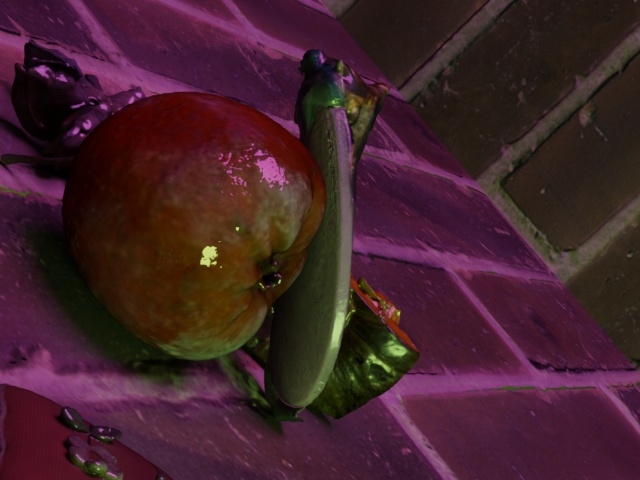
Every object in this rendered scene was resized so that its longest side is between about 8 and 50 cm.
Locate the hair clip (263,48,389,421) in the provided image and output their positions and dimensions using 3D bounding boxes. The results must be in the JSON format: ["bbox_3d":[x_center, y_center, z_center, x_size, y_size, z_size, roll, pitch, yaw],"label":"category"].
[{"bbox_3d":[0.001,0.000,1.569,0.110,0.358,0.095,11,-1,25],"label":"hair clip"}]

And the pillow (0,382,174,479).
[{"bbox_3d":[-0.155,0.181,1.141,0.179,0.075,0.171,38,18,-24],"label":"pillow"}]

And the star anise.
[{"bbox_3d":[-0.232,-0.119,1.674,0.229,0.093,0.236,49,17,9],"label":"star anise"}]

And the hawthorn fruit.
[{"bbox_3d":[-0.116,-0.031,1.473,0.263,0.235,0.231,58,-9,-6],"label":"hawthorn fruit"}]

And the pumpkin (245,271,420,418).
[{"bbox_3d":[-0.030,0.036,1.731,0.280,0.139,0.190,45,16,-9],"label":"pumpkin"}]
